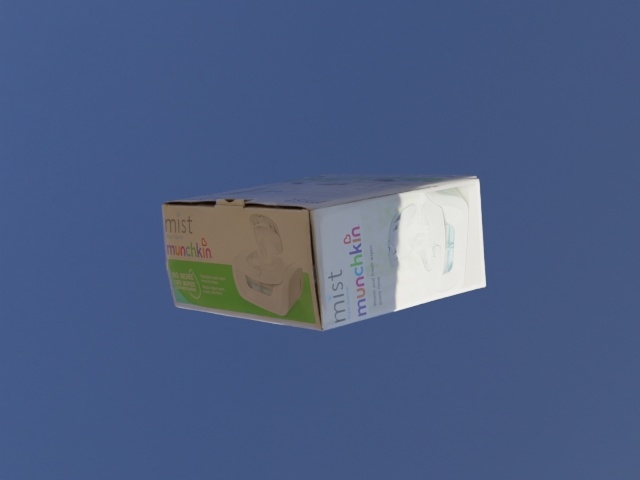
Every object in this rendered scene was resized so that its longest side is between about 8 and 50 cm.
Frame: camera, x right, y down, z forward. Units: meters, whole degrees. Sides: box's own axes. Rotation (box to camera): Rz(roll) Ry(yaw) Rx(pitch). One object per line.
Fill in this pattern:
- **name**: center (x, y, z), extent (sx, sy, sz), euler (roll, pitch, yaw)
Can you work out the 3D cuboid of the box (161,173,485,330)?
- **box**: center (0.000, 0.000, 1.228), extent (0.262, 0.231, 0.127), euler (4, -76, 50)
